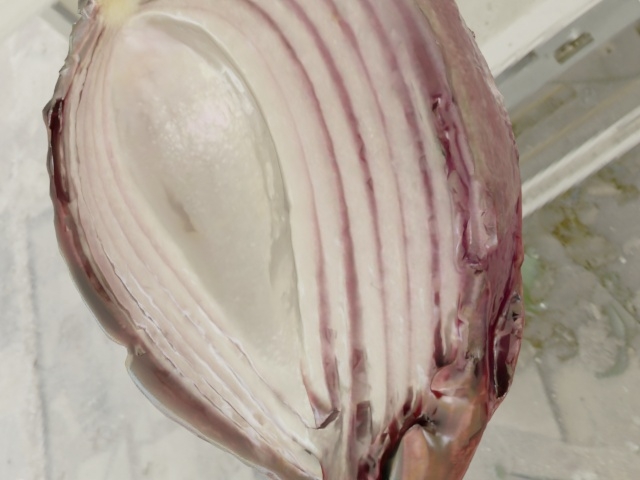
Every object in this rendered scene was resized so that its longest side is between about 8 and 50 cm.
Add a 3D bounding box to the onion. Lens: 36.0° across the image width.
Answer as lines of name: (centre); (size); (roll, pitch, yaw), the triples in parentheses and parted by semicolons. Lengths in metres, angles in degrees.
onion: (0.000, 0.000, 0.421); (0.227, 0.120, 0.284); (-32, 74, 40)
